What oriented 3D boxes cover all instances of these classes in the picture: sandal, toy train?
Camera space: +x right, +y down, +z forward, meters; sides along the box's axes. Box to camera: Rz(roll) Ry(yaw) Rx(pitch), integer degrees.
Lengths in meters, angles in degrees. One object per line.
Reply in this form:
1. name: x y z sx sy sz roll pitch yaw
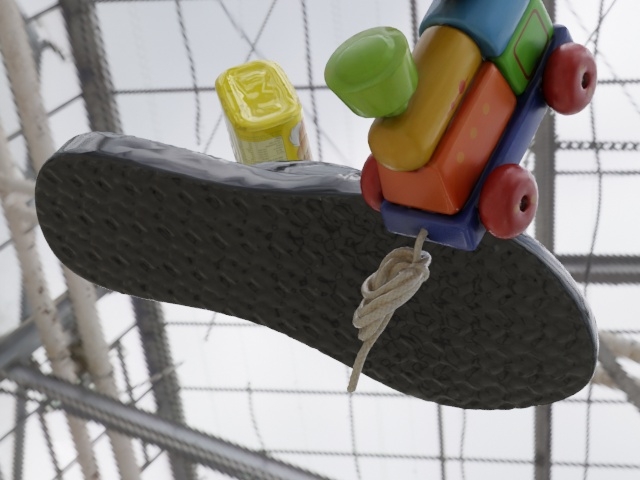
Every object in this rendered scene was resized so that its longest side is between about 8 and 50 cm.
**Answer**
1. sandal: -0.001 -0.002 0.840 0.446 0.107 0.167 17 -53 13
2. toy train: 0.047 -0.053 0.598 0.105 0.248 0.143 14 -24 39

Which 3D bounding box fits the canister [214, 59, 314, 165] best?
1. canister: -0.043 -0.070 1.042 0.126 0.073 0.169 -116 -170 -49
